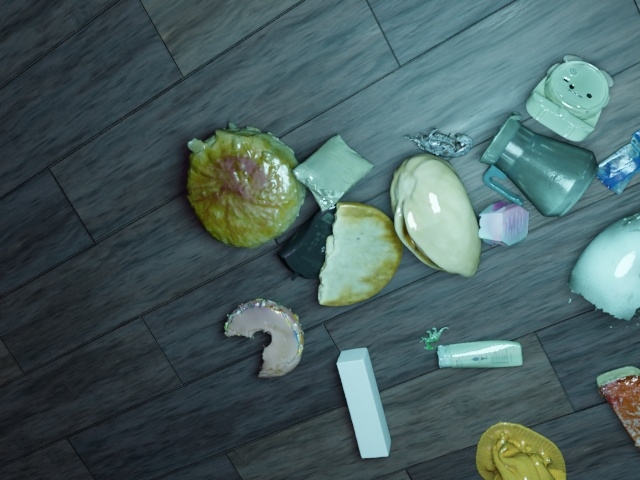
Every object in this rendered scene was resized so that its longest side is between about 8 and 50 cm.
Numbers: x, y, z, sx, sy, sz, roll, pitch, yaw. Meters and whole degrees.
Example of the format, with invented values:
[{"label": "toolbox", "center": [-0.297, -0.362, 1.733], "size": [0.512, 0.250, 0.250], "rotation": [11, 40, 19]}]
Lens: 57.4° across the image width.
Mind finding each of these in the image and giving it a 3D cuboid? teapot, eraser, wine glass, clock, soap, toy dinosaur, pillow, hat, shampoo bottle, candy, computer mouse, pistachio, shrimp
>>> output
[{"label": "teapot", "center": [0.479, -0.164, 1.326], "size": [0.225, 0.171, 0.203], "rotation": [36, 141, 8]}, {"label": "eraser", "center": [0.122, 0.451, 1.618], "size": [0.078, 0.076, 0.299], "rotation": [-11, 103, 16]}, {"label": "wine glass", "center": [0.709, 0.009, 1.298], "size": [0.190, 0.190, 0.357], "rotation": [24, 110, 5]}, {"label": "clock", "center": [0.549, -0.320, 1.264], "size": [0.151, 0.062, 0.191], "rotation": [34, 74, 8]}, {"label": "soap", "center": [0.429, -0.039, 1.366], "size": [0.056, 0.149, 0.100], "rotation": [11, 109, 43]}, {"label": "toy dinosaur", "center": [0.304, 0.263, 1.552], "size": [0.083, 0.021, 0.062], "rotation": [-10, 111, 19]}, {"label": "pillow", "center": [0.034, -0.170, 1.417], "size": [0.134, 0.181, 0.078], "rotation": [45, 151, 5]}, {"label": "hat", "center": [0.524, 0.635, 1.499], "size": [0.233, 0.233, 0.245], "rotation": [-12, 104, 14]}, {"label": "shampoo bottle", "center": [0.413, 0.300, 1.522], "size": [0.212, 0.049, 0.072], "rotation": [-9, 108, 15]}, {"label": "candy", "center": [0.696, -0.172, 1.324], "size": [0.088, 0.038, 0.136], "rotation": [44, 103, -9]}, {"label": "computer mouse", "center": [0.000, 0.000, 1.508], "size": [0.147, 0.088, 0.264], "rotation": [33, 110, -25]}, {"label": "pistachio", "center": [0.278, -0.053, 1.384], "size": [0.214, 0.193, 0.318], "rotation": [-40, 111, -21]}, {"label": "shrimp", "center": [0.279, -0.235, 1.394], "size": [0.165, 0.057, 0.065], "rotation": [13, 124, -2]}]

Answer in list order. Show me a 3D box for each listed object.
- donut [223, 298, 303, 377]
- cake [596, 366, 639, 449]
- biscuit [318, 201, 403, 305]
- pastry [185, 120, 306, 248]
[{"label": "donut", "center": [-0.140, 0.258, 1.616], "size": [0.199, 0.085, 0.233], "rotation": [-33, 96, 20]}, {"label": "cake", "center": [0.790, 0.411, 1.450], "size": [0.116, 0.086, 0.221], "rotation": [-34, 95, 22]}, {"label": "biscuit", "center": [0.105, 0.039, 1.481], "size": [0.204, 0.040, 0.309], "rotation": [3, 123, -12]}, {"label": "pastry", "center": [-0.188, -0.135, 1.485], "size": [0.329, 0.136, 0.330], "rotation": [3, 105, 11]}]
